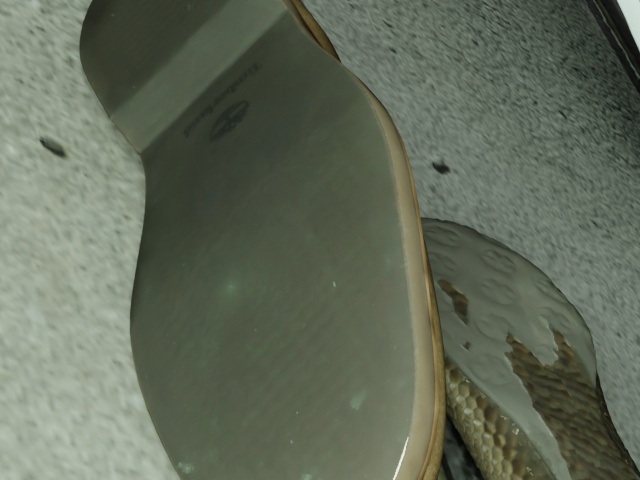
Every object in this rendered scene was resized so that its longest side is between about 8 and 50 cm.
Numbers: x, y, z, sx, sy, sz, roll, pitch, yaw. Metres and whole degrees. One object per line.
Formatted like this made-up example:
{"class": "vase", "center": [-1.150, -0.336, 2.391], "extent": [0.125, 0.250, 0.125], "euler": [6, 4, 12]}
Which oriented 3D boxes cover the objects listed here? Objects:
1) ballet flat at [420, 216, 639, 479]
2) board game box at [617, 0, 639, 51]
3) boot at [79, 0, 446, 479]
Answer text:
{"class": "ballet flat", "center": [0.088, 0.084, 0.684], "extent": [0.084, 0.058, 0.250], "euler": [-2, 42, -32]}
{"class": "board game box", "center": [0.242, -0.141, 1.115], "extent": [0.390, 0.050, 0.390], "euler": [61, 19, -19]}
{"class": "boot", "center": [0.000, 0.000, 0.615], "extent": [0.115, 0.112, 0.305], "euler": [41, 19, -36]}
